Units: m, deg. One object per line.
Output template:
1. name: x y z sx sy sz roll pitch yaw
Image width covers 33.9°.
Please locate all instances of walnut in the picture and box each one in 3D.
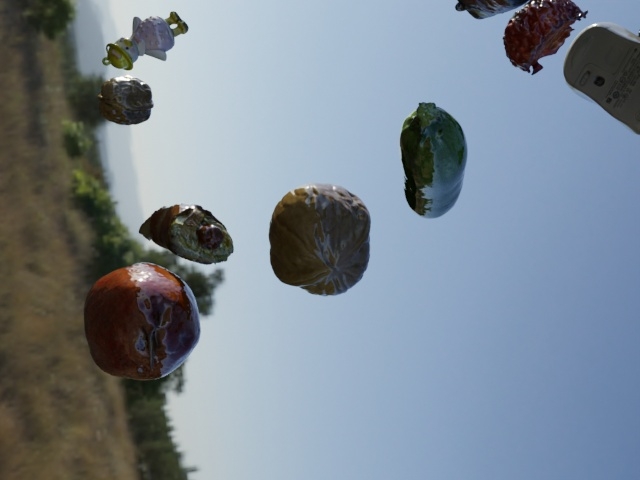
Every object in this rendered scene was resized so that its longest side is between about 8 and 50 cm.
1. walnut: -0.320 -0.230 1.730 0.082 0.096 0.079 27 -66 45
2. walnut: 0.000 0.000 2.034 0.228 0.228 0.228 172 -90 -82

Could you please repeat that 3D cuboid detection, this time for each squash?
1. squash: 0.163 -0.114 1.524 0.378 0.101 0.101 64 14 -71

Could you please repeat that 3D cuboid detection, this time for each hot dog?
1. hot dog: -0.249 -0.019 1.981 0.213 0.146 0.103 19 -91 50

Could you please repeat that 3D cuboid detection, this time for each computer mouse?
1. computer mouse: 0.633 -0.331 2.160 0.297 0.121 0.184 38 -73 41

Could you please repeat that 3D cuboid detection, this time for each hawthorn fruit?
1. hawthorn fruit: -0.299 0.150 1.803 0.262 0.210 0.210 -151 -127 -65

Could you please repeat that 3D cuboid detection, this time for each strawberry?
1. strawberry: 0.357 -0.343 1.706 0.086 0.145 0.145 53 -18 19

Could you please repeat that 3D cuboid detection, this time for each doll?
1. doll: -0.394 -0.440 2.329 0.129 0.207 0.081 52 -20 13

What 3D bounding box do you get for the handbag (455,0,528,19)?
1. handbag: 0.326 -0.579 2.172 0.254 0.181 0.181 45 -18 -18

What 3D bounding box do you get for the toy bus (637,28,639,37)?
1. toy bus: 0.821 -0.472 2.385 0.162 0.194 0.323 -178 -70 -85
